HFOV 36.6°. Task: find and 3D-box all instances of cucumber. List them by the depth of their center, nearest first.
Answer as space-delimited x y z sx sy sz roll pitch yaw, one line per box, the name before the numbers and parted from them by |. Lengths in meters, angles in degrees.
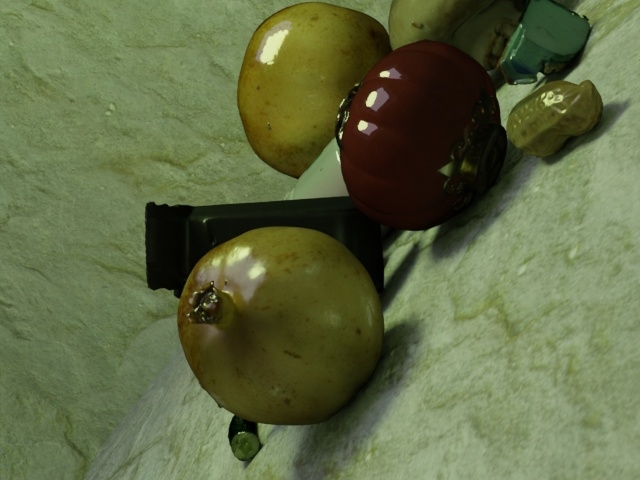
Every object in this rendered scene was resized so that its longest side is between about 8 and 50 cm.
cucumber | -0.143 0.352 1.796 0.058 0.052 0.214 -33 7 -2

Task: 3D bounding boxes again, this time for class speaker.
speaker | -0.084 0.012 1.612 0.184 0.388 0.180 102 164 -83

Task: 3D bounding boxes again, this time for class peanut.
peanut | 0.314 -0.166 1.317 0.093 0.083 0.194 -55 9 -13

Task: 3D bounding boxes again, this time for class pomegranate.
pomegranate | -0.066 0.121 1.409 0.319 0.319 0.319 -51 8 10
pomegranate | 0.012 -0.323 2.127 0.417 0.416 0.417 -51 8 10

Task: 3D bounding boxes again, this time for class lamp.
lamp | 0.158 -0.163 1.535 0.303 0.257 0.303 -43 -35 -41

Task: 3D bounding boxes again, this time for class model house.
model house | 0.361 -0.314 1.644 0.148 0.119 0.149 -61 1 -40

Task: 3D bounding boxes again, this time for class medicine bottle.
medicine bottle | 0.055 -0.078 1.958 0.325 0.212 0.212 -48 9 38

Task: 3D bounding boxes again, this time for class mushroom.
mushroom | 0.320 -0.452 1.964 0.362 0.295 0.362 -30 -22 -13

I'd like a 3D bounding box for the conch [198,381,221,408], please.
conch | -0.147 0.249 1.932 0.245 0.163 0.178 -13 -27 -46
